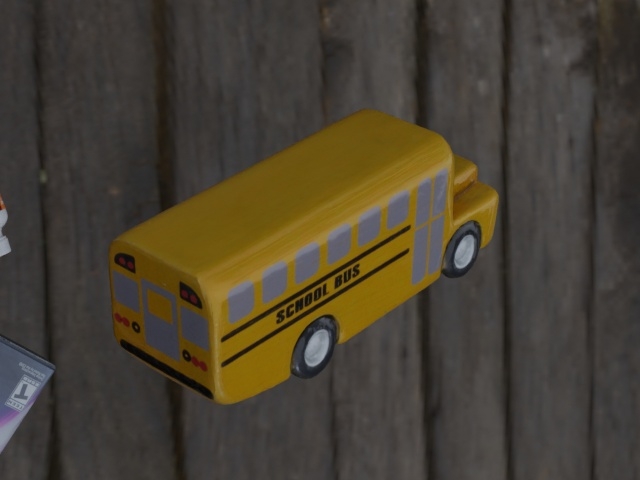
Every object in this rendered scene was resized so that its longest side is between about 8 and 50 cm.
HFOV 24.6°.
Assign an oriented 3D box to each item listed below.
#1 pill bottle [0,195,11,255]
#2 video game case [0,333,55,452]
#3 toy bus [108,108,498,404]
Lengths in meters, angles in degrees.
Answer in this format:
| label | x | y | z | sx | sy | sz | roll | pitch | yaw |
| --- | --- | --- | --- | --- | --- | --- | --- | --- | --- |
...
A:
| label | x | y | z | sx | sy | sz | roll | pitch | yaw |
| --- | --- | --- | --- | --- | --- | --- | --- | --- | --- |
| pill bottle | -0.406 | -0.048 | 1.657 | 0.086 | 0.086 | 0.152 | -26 | 100 | -41 |
| video game case | -0.376 | 0.185 | 1.272 | 0.196 | 0.026 | 0.274 | 37 | 83 | -44 |
| toy bus | 0.000 | 0.000 | 1.091 | 0.332 | 0.108 | 0.130 | -31 | 132 | -40 |
